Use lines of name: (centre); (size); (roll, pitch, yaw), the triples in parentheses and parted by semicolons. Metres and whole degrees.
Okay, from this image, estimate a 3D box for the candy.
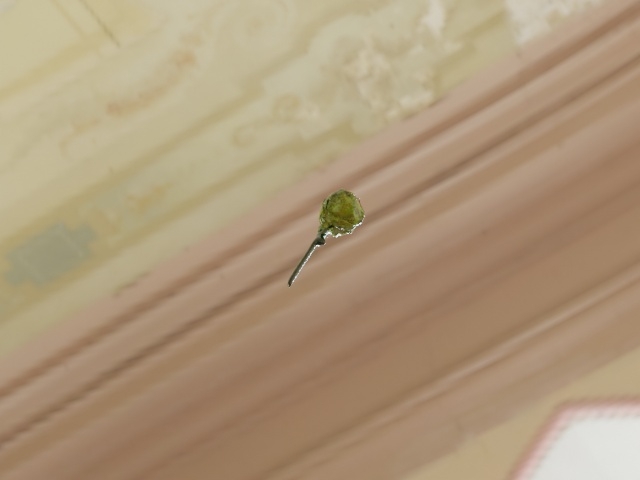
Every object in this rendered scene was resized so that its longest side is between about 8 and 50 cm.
candy: (0.000, 0.000, 1.400); (0.035, 0.123, 0.035); (-23, -72, 37)
